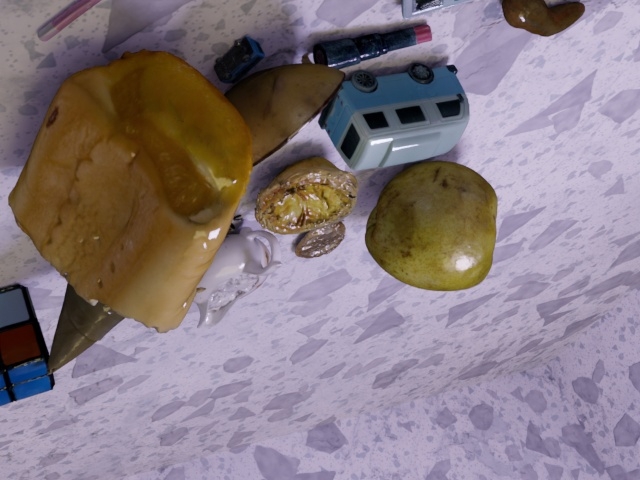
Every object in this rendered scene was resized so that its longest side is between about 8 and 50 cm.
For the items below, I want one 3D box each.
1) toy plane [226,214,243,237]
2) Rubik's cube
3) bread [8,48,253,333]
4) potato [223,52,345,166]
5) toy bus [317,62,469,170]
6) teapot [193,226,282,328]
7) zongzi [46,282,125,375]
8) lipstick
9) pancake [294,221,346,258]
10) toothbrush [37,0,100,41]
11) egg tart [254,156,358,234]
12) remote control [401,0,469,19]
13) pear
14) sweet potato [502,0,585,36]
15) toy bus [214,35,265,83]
[{"bbox_3d":[-0.217,-0.031,2.155,0.120,0.031,0.049,-5,143,-42],"label":"toy plane"},{"bbox_3d":[-0.643,0.217,2.061,0.183,0.180,0.167,-18,154,-20],"label":"Rubik's cube"},{"bbox_3d":[-0.265,-0.096,1.630,0.250,0.361,0.394,-38,169,-48],"label":"bread"},{"bbox_3d":[-0.089,-0.228,1.730,0.239,0.116,0.299,-48,-164,-31],"label":"potato"},{"bbox_3d":[0.154,-0.229,1.955,0.271,0.165,0.133,-13,152,-26],"label":"toy bus"},{"bbox_3d":[-0.195,0.069,2.244,0.204,0.139,0.298,3,144,-41],"label":"teapot"},{"bbox_3d":[-0.430,0.086,1.928,0.317,0.154,0.289,-53,159,-23],"label":"zongzi"},{"bbox_3d":[0.100,-0.343,1.827,0.234,0.053,0.053,-17,154,-25],"label":"lipstick"},{"bbox_3d":[0.000,0.000,2.425,0.139,0.022,0.139,-21,156,-10],"label":"pancake"},{"bbox_3d":[-0.287,-0.365,1.452,0.286,0.025,0.020,-31,157,15],"label":"toothbrush"},{"bbox_3d":[-0.031,-0.099,2.128,0.232,0.098,0.252,-27,152,18],"label":"egg tart"},{"bbox_3d":[0.274,-0.459,1.760,0.293,0.051,0.103,-19,154,-5],"label":"remote control"},{"bbox_3d":[0.248,-0.024,2.307,0.304,0.304,0.304,-21,155,-10],"label":"pear"},{"bbox_3d":[0.419,-0.425,1.951,0.233,0.062,0.081,-3,146,-45],"label":"sweet potato"},{"bbox_3d":[-0.134,-0.296,1.706,0.083,0.038,0.046,-38,156,27],"label":"toy bus"}]
